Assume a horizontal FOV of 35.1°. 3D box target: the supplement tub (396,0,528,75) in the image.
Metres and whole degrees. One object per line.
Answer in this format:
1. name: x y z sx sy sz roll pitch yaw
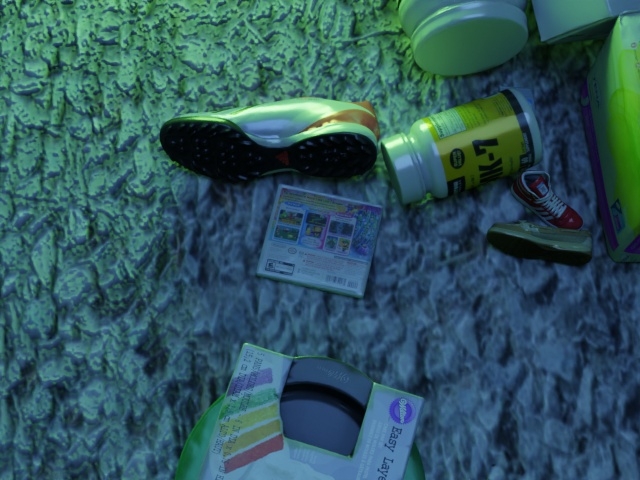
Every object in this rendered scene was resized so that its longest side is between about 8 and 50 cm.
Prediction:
1. supplement tub: 0.201 -0.405 1.506 0.191 0.191 0.272 -7 71 -3

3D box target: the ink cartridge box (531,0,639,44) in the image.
1. ink cartridge box: 0.398 -0.457 1.468 0.223 0.129 0.307 -15 91 -40

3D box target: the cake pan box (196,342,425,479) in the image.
1. cake pan box: -0.018 0.279 1.254 0.246 0.070 0.266 18 71 3

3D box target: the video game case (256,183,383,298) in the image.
1. video game case: 0.000 0.000 1.456 0.157 0.019 0.143 12 71 4

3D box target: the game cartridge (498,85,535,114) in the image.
1. game cartridge: 0.295 -0.194 1.528 0.056 0.017 0.083 6 71 -3

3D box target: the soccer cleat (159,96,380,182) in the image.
1. soccer cleat: -0.072 -0.157 1.478 0.318 0.108 0.116 1 44 6

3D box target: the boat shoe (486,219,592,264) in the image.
1. boat shoe: 0.313 -0.005 1.444 0.153 0.056 0.048 10 62 1

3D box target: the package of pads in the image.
1. package of pads: 0.448 -0.143 1.400 0.101 0.229 0.296 -5 71 -2

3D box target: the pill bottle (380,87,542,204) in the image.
1. pill bottle: 0.199 -0.131 1.447 0.209 0.119 0.119 -20 72 -1

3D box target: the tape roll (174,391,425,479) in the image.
1. tape roll: -0.026 0.329 1.312 0.321 0.077 0.321 0 71 -1

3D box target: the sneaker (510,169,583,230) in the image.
1. sneaker: 0.330 -0.057 1.453 0.118 0.067 0.042 34 74 10
